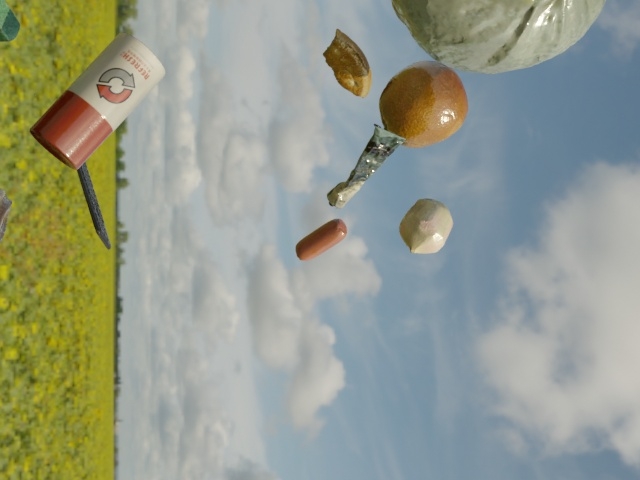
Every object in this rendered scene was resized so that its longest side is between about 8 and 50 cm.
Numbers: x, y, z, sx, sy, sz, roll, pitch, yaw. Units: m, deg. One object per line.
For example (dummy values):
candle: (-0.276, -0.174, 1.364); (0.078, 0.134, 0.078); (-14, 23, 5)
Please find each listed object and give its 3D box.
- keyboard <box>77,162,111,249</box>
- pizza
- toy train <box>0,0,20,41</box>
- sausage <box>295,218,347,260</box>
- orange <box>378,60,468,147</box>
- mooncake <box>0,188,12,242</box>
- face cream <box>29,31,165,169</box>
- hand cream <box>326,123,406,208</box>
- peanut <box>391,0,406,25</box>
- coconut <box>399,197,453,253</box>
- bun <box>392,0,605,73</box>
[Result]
keyboard: (-0.512, -0.160, 1.604); (0.381, 0.041, 0.103); (60, -11, 19)
pizza: (0.089, -0.550, 2.382); (0.134, 0.271, 0.056); (2, -125, 41)
toy train: (-0.612, -0.327, 1.112); (0.253, 0.160, 0.397); (65, 34, -44)
sausage: (0.000, 0.000, 1.964); (0.154, 0.062, 0.062); (-33, -132, 25)
orange: (0.292, -0.383, 2.175); (0.264, 0.264, 0.264); (180, -90, -75)
mooncake: (-0.921, 0.015, 1.819); (0.394, 0.246, 0.393); (-58, -154, 3)
face cream: (-0.350, -0.220, 1.202); (0.214, 0.096, 0.096); (-52, -172, -15)
hand cream: (0.089, -0.162, 1.725); (0.248, 0.075, 0.052); (-52, -130, 35)
peanut: (0.249, -0.523, 1.707); (0.129, 0.224, 0.129); (-51, -159, 29)
coconut: (0.220, -0.022, 1.617); (0.124, 0.110, 0.110); (-53, -179, -23)
bun: (0.277, -0.420, 1.119); (0.211, 0.362, 0.362); (-151, -118, -74)
